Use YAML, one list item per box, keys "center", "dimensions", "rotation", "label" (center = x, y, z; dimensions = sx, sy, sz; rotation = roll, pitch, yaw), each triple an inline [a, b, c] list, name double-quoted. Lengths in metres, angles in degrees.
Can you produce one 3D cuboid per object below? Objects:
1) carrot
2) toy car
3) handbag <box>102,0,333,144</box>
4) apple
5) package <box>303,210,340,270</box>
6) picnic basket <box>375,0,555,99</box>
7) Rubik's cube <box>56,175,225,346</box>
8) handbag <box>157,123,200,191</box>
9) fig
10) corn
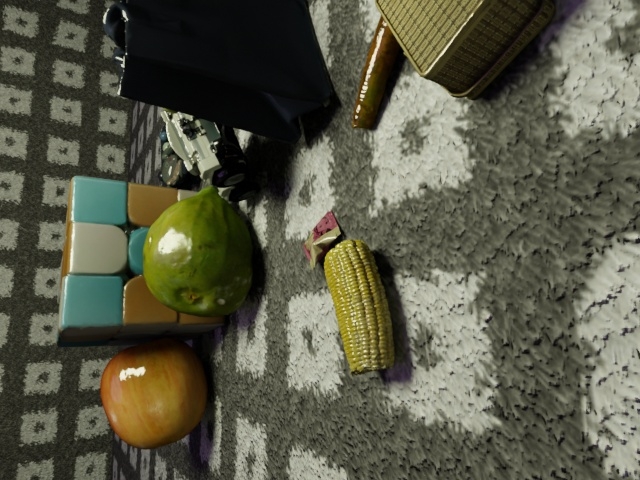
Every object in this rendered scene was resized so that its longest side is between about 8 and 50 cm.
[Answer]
- center: [0.079, -0.227, 0.550]
  dimensions: [0.042, 0.042, 0.171]
  rotation: [49, 129, 49]
  label: "carrot"
- center: [-0.202, -0.168, 0.816]
  dimensions: [0.193, 0.118, 0.301]
  rotation: [63, 174, 3]
  label: "toy car"
- center: [-0.164, -0.322, 0.672]
  dimensions: [0.122, 0.329, 0.304]
  rotation: [-44, 50, 46]
  label: "handbag"
- center: [-0.394, 0.369, 1.025]
  dimensions: [0.242, 0.242, 0.241]
  rotation: [-39, 67, 49]
  label: "apple"
- center: [0.000, 0.000, 0.650]
  dimensions: [0.083, 0.029, 0.059]
  rotation: [-53, 36, 25]
  label: "package"
- center: [0.135, -0.238, 0.422]
  dimensions: [0.115, 0.079, 0.164]
  rotation: [-51, 46, 42]
  label: "picnic basket"
- center: [-0.458, 0.076, 1.068]
  dimensions: [0.347, 0.346, 0.345]
  rotation: [-28, 62, 52]
  label: "Rubik's cube"
- center: [-0.419, -0.271, 1.274]
  dimensions: [0.325, 0.118, 0.269]
  rotation: [-20, 70, 57]
  label: "handbag"
- center: [-0.262, 0.017, 0.901]
  dimensions: [0.314, 0.233, 0.233]
  rotation: [54, 130, 53]
  label: "fig"
- center: [0.048, 0.082, 0.529]
  dimensions: [0.085, 0.063, 0.165]
  rotation: [-30, 62, 41]
  label: "corn"
